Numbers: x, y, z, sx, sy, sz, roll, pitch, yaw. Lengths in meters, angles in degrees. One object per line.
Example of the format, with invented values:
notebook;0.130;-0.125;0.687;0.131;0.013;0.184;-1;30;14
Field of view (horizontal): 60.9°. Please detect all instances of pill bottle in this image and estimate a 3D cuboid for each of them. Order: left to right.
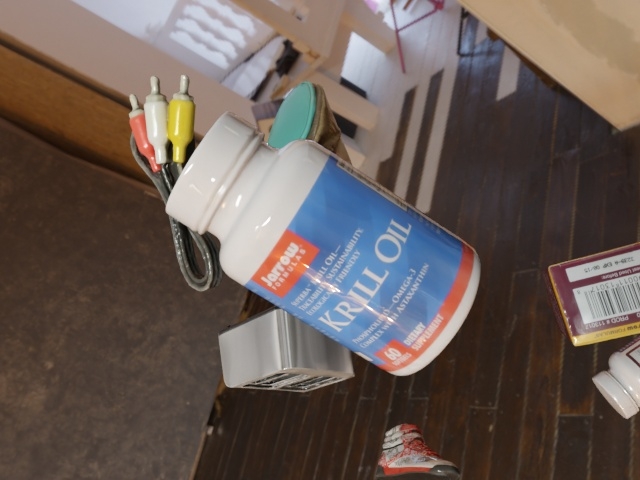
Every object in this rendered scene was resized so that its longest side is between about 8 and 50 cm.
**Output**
pill bottle;0.000;0.000;0.423;0.124;0.222;0.124;-57;8;13
pill bottle;0.449;0.167;0.727;0.152;0.086;0.086;-37;29;6

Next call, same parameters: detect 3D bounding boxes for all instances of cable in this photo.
cable;-0.208;-0.071;0.736;0.140;0.072;0.287;-9;85;31

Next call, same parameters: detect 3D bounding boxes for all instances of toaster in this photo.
toaster;-0.045;0.176;0.884;0.186;0.168;0.110;-28;59;35

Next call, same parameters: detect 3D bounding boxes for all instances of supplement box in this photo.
supplement box;0.302;0.054;0.581;0.104;0.188;0.080;-17;80;18

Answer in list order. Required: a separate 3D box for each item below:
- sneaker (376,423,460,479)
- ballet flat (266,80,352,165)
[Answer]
sneaker;0.255;0.551;1.426;0.270;0.090;0.145;-32;32;48
ballet flat;-0.011;-0.076;0.703;0.116;0.124;0.342;-38;29;31
